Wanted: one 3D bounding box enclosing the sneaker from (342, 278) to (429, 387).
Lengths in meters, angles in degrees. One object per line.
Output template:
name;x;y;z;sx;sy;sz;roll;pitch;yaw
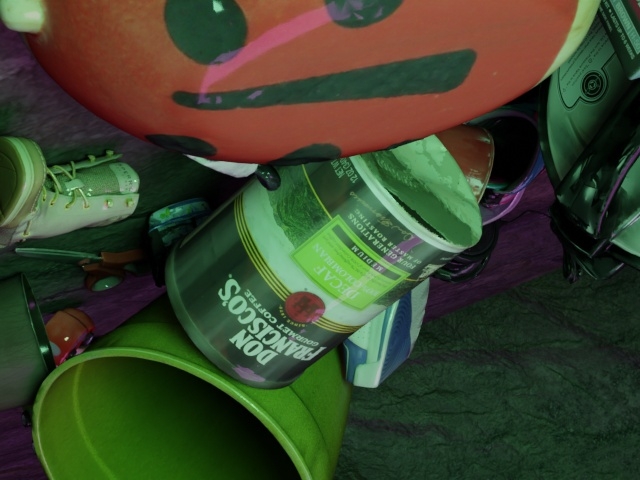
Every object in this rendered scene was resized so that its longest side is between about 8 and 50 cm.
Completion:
sneaker;0.029;0.003;1.282;0.182;0.316;0.127;9;-163;26

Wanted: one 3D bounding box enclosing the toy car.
toy car;-0.378;0.191;1.418;0.239;0.225;0.053;-12;148;-36

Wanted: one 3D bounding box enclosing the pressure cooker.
pressure cooker;0.445;-0.138;1.120;0.375;0.370;0.420;4;-174;43

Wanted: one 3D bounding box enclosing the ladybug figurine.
ladybug figurine;0.015;-0.164;0.710;0.449;0.162;0.305;-14;150;-22

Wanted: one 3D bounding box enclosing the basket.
basket;-0.447;0.147;1.282;0.226;0.154;0.204;-16;155;-12

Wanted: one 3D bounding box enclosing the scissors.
scissors;-0.282;0.020;1.334;0.109;0.021;0.297;-21;165;3

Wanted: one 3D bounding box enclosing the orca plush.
orca plush;-0.079;-0.118;0.962;0.102;0.151;0.287;-62;169;3

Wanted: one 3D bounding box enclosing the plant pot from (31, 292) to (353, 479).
plant pot;-0.109;0.186;1.347;0.366;0.366;0.353;-33;-167;36

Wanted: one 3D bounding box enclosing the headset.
headset;0.240;0.019;1.809;0.394;0.185;0.243;-11;167;0

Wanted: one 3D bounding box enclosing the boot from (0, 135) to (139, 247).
boot;-0.245;-0.051;0.995;0.165;0.077;0.213;-13;168;-32

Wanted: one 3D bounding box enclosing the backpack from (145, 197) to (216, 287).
backpack;-0.155;-0.003;1.299;0.114;0.084;0.105;-14;165;-14

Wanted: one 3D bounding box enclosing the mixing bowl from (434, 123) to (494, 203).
mixing bowl;0.126;-0.083;1.344;0.098;0.181;0.181;25;145;-18

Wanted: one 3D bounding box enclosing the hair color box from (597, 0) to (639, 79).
hair color box;0.306;-0.289;0.744;0.113;0.185;0.374;-18;165;-17

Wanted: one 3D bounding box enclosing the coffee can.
coffee can;0.000;0.000;1.108;0.275;0.201;0.201;-40;160;27

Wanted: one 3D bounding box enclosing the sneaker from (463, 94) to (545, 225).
sneaker;0.238;-0.099;1.477;0.178;0.124;0.295;-16;158;-45

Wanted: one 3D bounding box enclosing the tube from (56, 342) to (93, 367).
tube;-0.355;0.198;1.810;0.240;0.062;0.070;5;109;-53
